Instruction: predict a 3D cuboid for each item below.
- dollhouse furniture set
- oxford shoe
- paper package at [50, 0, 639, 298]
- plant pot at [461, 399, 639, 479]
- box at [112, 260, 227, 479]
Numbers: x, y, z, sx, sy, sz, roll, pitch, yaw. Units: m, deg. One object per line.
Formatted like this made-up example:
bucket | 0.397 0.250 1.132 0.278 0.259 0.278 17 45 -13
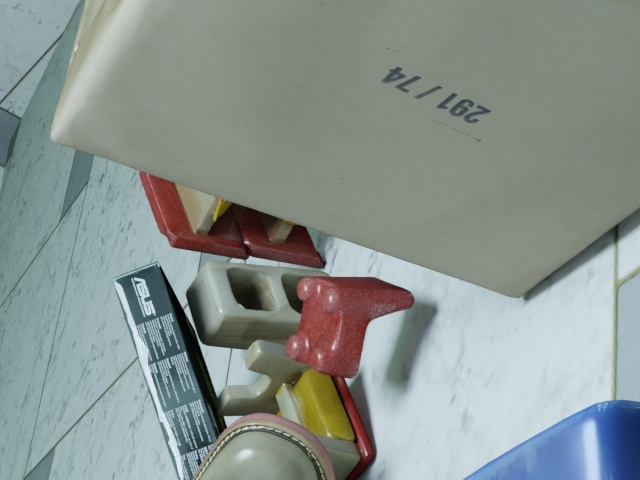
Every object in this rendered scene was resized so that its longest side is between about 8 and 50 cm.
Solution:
dollhouse furniture set | 0.000 0.000 1.252 0.201 0.152 0.374 -57 41 35
oxford shoe | -0.073 0.288 1.107 0.130 0.123 0.348 -49 -25 -70
paper package | 0.054 -0.133 0.890 0.309 0.325 0.168 134 149 -53
plant pot | 0.130 0.203 0.520 0.236 0.236 0.212 -47 37 50
box | -0.103 0.133 1.271 0.184 0.045 0.190 83 167 -69
